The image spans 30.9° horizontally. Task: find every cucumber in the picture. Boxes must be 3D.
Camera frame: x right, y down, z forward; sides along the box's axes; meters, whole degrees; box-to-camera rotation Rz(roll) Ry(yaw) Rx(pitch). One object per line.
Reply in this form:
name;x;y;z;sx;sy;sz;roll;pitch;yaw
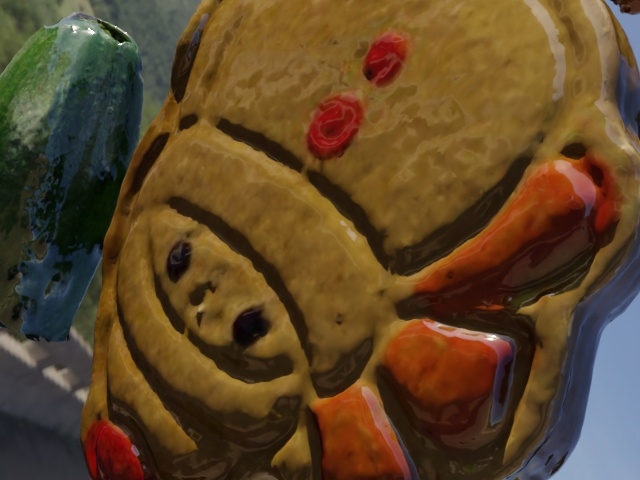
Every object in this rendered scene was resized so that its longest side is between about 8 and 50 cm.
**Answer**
cucumber;-0.264;-0.067;1.095;0.145;0.325;0.105;20;-4;25

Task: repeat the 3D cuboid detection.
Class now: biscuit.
biscuit;0.000;0.000;0.610;0.074;0.381;0.359;29;10;-46

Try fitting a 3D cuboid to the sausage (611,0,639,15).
sausage;0.371;-0.372;1.136;0.102;0.102;0.330;62;-37;38
